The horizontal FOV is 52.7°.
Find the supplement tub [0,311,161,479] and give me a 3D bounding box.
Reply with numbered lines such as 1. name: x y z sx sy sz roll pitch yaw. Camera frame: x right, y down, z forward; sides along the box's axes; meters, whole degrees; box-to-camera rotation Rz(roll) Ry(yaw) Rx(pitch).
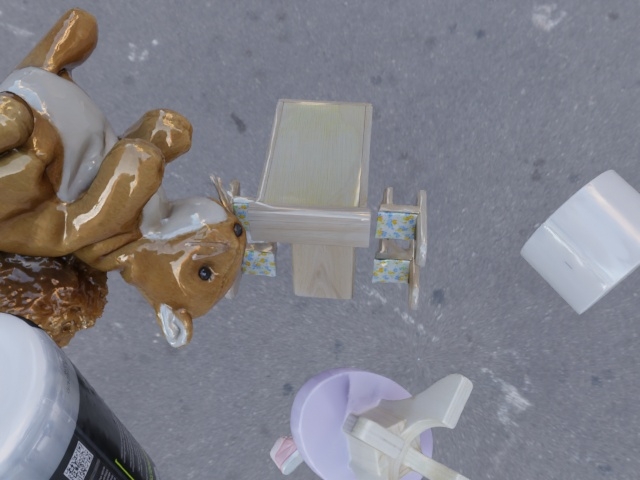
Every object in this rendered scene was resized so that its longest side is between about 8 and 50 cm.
1. supplement tub: -0.262 0.225 0.582 0.193 0.316 0.194 -7 46 8

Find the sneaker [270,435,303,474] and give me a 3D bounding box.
1. sneaker: -0.047 0.421 1.348 0.134 0.051 0.070 -33 43 -28

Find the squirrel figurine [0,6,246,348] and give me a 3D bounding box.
1. squirrel figurine: -0.303 -0.012 0.833 0.397 0.281 0.370 -38 121 18

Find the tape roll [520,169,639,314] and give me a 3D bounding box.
1. tape roll: 0.543 0.005 1.273 0.246 0.246 0.169 -40 71 0

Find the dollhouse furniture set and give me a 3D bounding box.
1. dollhouse furniture set: 0.000 0.000 1.099 0.361 0.394 0.257 4 48 4

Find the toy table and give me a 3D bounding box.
1. toy table: 0.104 0.291 0.910 0.274 0.160 0.252 24 81 -32
